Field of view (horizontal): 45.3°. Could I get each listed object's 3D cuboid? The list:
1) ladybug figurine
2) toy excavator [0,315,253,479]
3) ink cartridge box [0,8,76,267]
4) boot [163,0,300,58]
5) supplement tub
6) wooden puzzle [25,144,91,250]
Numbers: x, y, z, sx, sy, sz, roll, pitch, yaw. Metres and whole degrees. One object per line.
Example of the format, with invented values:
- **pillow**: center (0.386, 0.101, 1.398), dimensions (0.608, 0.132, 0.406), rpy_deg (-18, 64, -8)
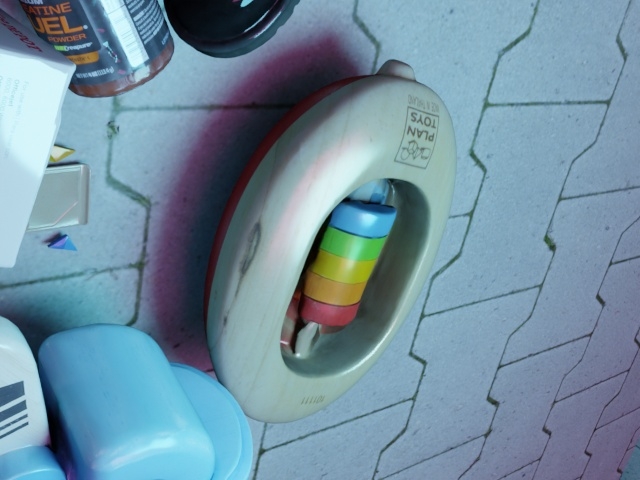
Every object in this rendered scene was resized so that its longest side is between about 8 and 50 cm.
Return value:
- **ladybug figurine**: center (0.000, 0.000, 0.901), dimensions (0.305, 0.162, 0.449), rpy_deg (8, 112, -44)
- **toy excavator**: center (-0.249, 0.164, 0.668), dimensions (0.433, 0.222, 0.445), rpy_deg (-13, 136, -32)
- **ink cartridge box**: center (-0.327, -0.096, 0.531), dimensions (0.232, 0.171, 0.168), rpy_deg (7, 112, -44)
- **boot**: center (-0.083, -0.329, 0.556), dimensions (0.260, 0.131, 0.348), rpy_deg (2, 104, -73)
- **supplement tub**: center (-0.199, -0.221, 0.615), dimensions (0.106, 0.106, 0.198), rpy_deg (-37, 135, -18)
- **wooden puzzle**: center (-0.262, -0.043, 0.748), dimensions (0.078, 0.014, 0.116), rpy_deg (-1, 117, -37)
